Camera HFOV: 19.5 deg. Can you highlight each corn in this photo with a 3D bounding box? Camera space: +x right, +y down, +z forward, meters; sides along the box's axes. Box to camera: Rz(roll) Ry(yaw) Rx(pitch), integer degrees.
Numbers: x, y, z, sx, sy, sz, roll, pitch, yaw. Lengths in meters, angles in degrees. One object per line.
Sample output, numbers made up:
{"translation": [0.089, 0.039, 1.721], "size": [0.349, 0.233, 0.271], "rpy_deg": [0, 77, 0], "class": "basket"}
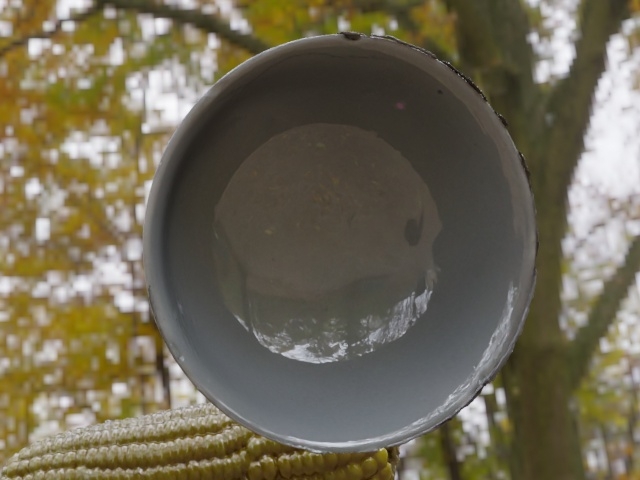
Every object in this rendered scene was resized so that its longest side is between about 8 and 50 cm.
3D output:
{"translation": [-0.068, 0.132, 1.073], "size": [0.231, 0.080, 0.080], "rpy_deg": [-11, -30, 8], "class": "corn"}

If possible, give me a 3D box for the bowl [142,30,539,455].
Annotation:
{"translation": [0.000, 0.000, 0.862], "size": [0.189, 0.189, 0.086], "rpy_deg": [6, 0, -20], "class": "bowl"}
